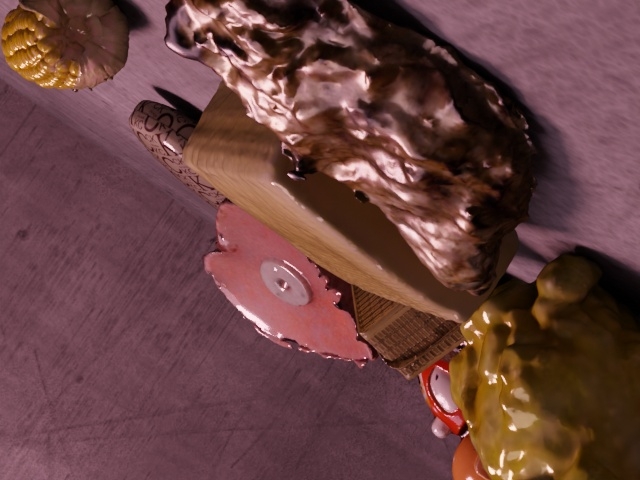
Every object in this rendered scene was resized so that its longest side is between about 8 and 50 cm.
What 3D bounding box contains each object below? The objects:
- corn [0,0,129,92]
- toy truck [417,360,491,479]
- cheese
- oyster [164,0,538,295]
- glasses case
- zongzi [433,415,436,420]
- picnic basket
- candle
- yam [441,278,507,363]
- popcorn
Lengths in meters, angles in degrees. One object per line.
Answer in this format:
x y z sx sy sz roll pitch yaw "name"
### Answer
-0.294 -0.233 1.304 0.123 0.122 0.305 6 -172 -23 "corn"
0.228 0.241 1.638 0.264 0.239 0.189 32 173 16 "toy truck"
0.019 -0.045 1.056 0.242 0.124 0.265 32 174 -23 "cheese"
0.044 -0.075 0.798 0.396 0.111 0.204 41 168 -24 "oyster"
-0.140 -0.090 1.679 0.137 0.085 0.354 26 170 44 "glasses case"
0.348 0.300 2.125 0.299 0.145 0.274 14 163 13 "zongzi"
0.098 0.051 1.181 0.079 0.115 0.164 44 -162 -22 "picnic basket"
-0.010 0.037 1.545 0.287 0.131 0.317 38 155 14 "candle"
0.197 0.104 1.314 0.279 0.131 0.131 27 172 27 "yam"
0.239 0.144 1.033 0.242 0.234 0.250 89 162 -74 "popcorn"
